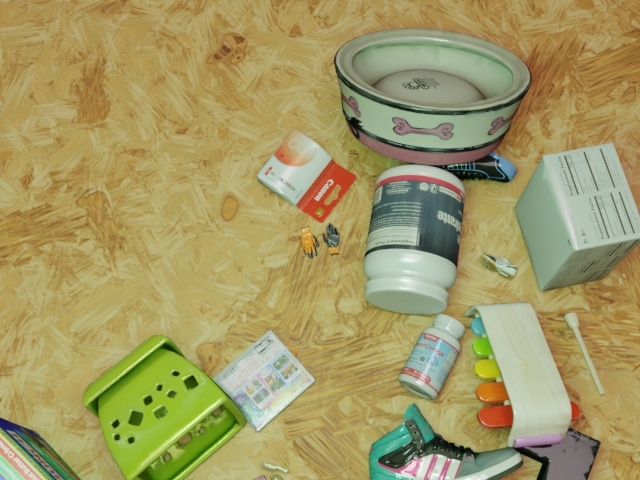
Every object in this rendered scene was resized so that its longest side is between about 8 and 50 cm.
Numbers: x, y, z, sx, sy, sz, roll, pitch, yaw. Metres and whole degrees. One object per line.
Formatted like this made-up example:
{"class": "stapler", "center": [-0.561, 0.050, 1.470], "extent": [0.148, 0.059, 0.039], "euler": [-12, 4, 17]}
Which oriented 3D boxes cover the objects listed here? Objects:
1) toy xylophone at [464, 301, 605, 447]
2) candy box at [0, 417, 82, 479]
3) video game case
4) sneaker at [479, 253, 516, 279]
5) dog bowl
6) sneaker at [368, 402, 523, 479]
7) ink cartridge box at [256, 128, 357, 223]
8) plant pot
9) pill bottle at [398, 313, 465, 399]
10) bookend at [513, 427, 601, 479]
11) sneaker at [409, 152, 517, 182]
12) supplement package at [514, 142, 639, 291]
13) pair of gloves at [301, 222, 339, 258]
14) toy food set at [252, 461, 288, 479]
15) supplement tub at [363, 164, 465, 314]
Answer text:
{"class": "toy xylophone", "center": [0.411, 0.244, 1.583], "extent": [0.236, 0.081, 0.323], "euler": [4, 51, -7]}
{"class": "candy box", "center": [-0.514, 0.446, 1.441], "extent": [0.268, 0.317, 0.122], "euler": [41, 75, 14]}
{"class": "video game case", "center": [-0.115, 0.285, 1.655], "extent": [0.157, 0.019, 0.143], "euler": [-40, 75, -14]}
{"class": "sneaker", "center": [0.381, 0.050, 1.734], "extent": [0.083, 0.032, 0.037], "euler": [32, 60, 7]}
{"class": "dog bowl", "center": [0.228, -0.304, 1.716], "extent": [0.408, 0.150, 0.408], "euler": [2, 37, -2]}
{"class": "sneaker", "center": [0.223, 0.394, 1.556], "extent": [0.295, 0.124, 0.178], "euler": [-16, 78, 2]}
{"class": "ink cartridge box", "center": [-0.030, -0.143, 1.799], "extent": [0.179, 0.045, 0.145], "euler": [33, 74, 14]}
{"class": "plant pot", "center": [-0.302, 0.322, 1.540], "extent": [0.227, 0.228, 0.207], "euler": [-40, 67, -13]}
{"class": "pill bottle", "center": [0.228, 0.233, 1.634], "extent": [0.087, 0.087, 0.160], "euler": [27, 72, 10]}
{"class": "bookend", "center": [0.434, 0.430, 1.568], "extent": [0.156, 0.072, 0.157], "euler": [23, 72, 10]}
{"class": "sneaker", "center": [0.310, -0.162, 1.788], "extent": [0.232, 0.081, 0.090], "euler": [23, 74, 16]}
{"class": "supplement package", "center": [0.513, -0.041, 1.639], "extent": [0.145, 0.262, 0.204], "euler": [-11, 70, -4]}
{"class": "pair of gloves", "center": [0.000, 0.000, 1.763], "extent": [0.083, 0.010, 0.074], "euler": [-8, 70, -3]}
{"class": "toy food set", "center": [-0.105, 0.498, 1.579], "extent": [0.078, 0.019, 0.122], "euler": [15, 78, 6]}
{"class": "supplement tub", "center": [0.191, -0.001, 1.665], "extent": [0.191, 0.191, 0.272], "euler": [8, 70, 4]}
